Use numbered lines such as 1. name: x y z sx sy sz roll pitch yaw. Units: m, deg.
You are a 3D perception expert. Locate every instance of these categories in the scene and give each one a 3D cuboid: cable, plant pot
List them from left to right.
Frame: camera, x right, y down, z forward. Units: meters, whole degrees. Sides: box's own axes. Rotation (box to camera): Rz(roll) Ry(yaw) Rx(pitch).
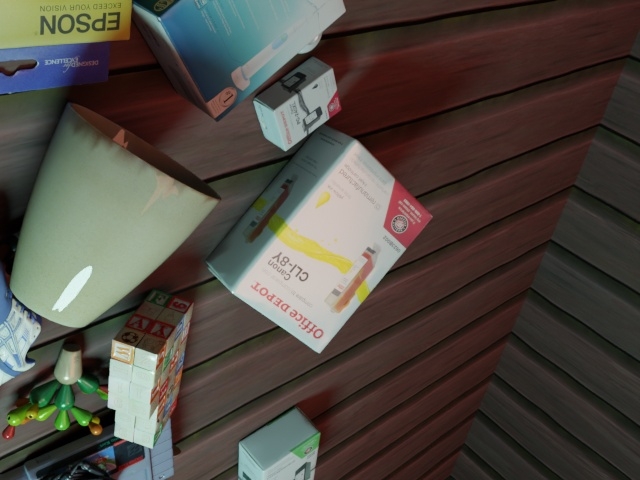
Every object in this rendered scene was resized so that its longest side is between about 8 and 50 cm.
1. cable: -0.491 0.518 1.455 0.151 0.047 0.184 -40 143 -6
2. plant pot: -0.329 -0.019 1.063 0.274 0.256 0.256 -56 147 3

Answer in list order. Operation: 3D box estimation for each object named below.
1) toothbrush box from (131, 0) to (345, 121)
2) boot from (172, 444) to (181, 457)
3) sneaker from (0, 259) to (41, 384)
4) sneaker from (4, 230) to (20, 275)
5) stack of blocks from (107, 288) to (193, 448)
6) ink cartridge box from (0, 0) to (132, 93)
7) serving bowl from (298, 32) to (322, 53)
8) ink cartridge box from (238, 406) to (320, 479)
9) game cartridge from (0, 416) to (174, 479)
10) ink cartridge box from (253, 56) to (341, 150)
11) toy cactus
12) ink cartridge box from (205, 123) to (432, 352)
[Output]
1. toothbrush box: -0.124 -0.367 1.105 0.295 0.126 0.216 -43 145 -11
2. boot: -0.397 0.526 1.715 0.087 0.042 0.118 -51 144 7
3. sneaker: -0.509 0.115 1.134 0.131 0.112 0.296 -23 148 -42
4. sneaker: -0.465 0.051 1.154 0.075 0.063 0.170 -22 132 -38
5. stack of blocks: -0.339 0.268 1.417 0.171 0.087 0.297 -65 171 -57
6. ink cartridge box: -0.381 -0.315 0.900 0.304 0.072 0.307 -20 133 -40
7. serving bowl: -0.025 -0.376 1.306 0.083 0.027 0.083 -30 141 -29
8. ink cartridge box: -0.122 0.653 2.090 0.211 0.121 0.289 -27 140 -32
9. game cartridge: -0.483 0.501 1.531 0.355 0.068 0.230 -20 140 -29
10. ink cartridge box: -0.042 -0.257 1.367 0.150 0.063 0.109 -40 145 -18
11. toy cactus: -0.475 0.284 1.345 0.219 0.112 0.180 -2 113 -40
12. ink cartridge box: 0.000 0.000 1.498 0.384 0.160 0.279 -50 124 -1
